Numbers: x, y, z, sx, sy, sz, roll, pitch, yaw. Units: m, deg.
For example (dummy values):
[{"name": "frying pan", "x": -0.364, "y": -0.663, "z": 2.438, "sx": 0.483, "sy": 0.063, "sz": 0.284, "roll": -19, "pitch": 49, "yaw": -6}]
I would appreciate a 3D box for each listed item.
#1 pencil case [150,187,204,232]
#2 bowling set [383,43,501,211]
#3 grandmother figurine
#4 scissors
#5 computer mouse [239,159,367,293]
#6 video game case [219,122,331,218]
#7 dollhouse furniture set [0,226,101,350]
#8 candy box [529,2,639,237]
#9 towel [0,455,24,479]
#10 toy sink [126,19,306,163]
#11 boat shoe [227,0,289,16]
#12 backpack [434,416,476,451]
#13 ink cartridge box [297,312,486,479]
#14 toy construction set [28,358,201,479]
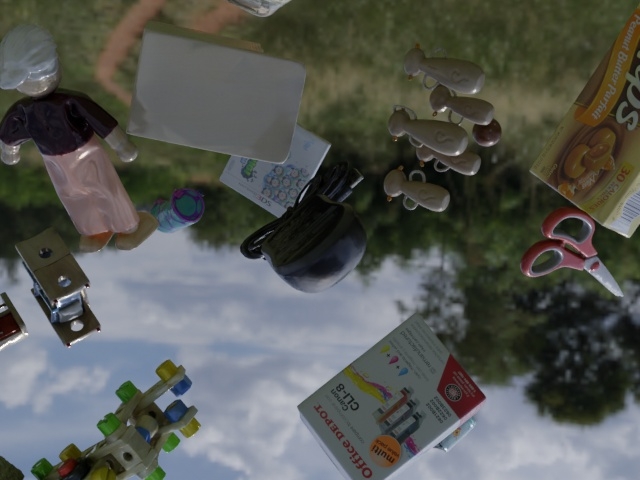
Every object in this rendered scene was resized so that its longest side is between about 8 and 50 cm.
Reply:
[{"name": "pencil case", "x": -0.261, "y": -0.054, "z": 2.170, "sx": 0.064, "sy": 0.070, "sz": 0.151, "roll": -31, "pitch": -175, "yaw": -26}, {"name": "bowling set", "x": 0.220, "y": -0.193, "z": 2.151, "sx": 0.154, "sy": 0.287, "sz": 0.200, "roll": 22, "pitch": -170, "yaw": 29}, {"name": "grandmother figurine", "x": -0.348, "y": -0.138, "z": 1.624, "sx": 0.207, "sy": 0.342, "sz": 0.104, "roll": -9, "pitch": -143, "yaw": 12}, {"name": "scissors", "x": 0.367, "y": 0.021, "z": 1.606, "sx": 0.297, "sy": 0.109, "sz": 0.021, "roll": 15, "pitch": -155, "yaw": -47}, {"name": "computer mouse", "x": 0.000, "y": 0.000, "z": 1.476, "sx": 0.188, "sy": 0.072, "sz": 0.272, "roll": -40, "pitch": -164, "yaw": 1}, {"name": "video game case", "x": -0.078, "y": -0.133, "z": 2.027, "sx": 0.143, "sy": 0.157, "sz": 0.019, "roll": 32, "pitch": -163, "yaw": 10}, {"name": "dollhouse furniture set", "x": -0.447, "y": 0.099, "z": 1.803, "sx": 0.183, "sy": 0.129, "sz": 0.129, "roll": -28, "pitch": -123, "yaw": -20}, {"name": "candy box", "x": 0.486, "y": -0.186, "z": 1.848, "sx": 0.087, "sy": 0.316, "sz": 0.183, "roll": 21, "pitch": -163, "yaw": -43}, {"name": "towel", "x": -0.490, "y": 0.334, "z": 1.675, "sx": 0.027, "sy": 0.110, "sz": 0.148, "roll": -29, "pitch": 122, "yaw": 37}, {"name": "toy sink", "x": -0.150, "y": -0.216, "z": 1.728, "sx": 0.234, "sy": 0.153, "sz": 0.131, "roll": 10, "pitch": -165, "yaw": -8}, {"name": "boat shoe", "x": -0.173, "y": -0.403, "z": 1.694, "sx": 0.302, "sy": 0.109, "sz": 0.098, "roll": 21, "pitch": 147, "yaw": -29}, {"name": "backpack", "x": 0.195, "y": 0.275, "z": 2.062, "sx": 0.144, "sy": 0.166, "sz": 0.188, "roll": -37, "pitch": -176, "yaw": 0}, {"name": "ink cartridge box", "x": 0.078, "y": 0.193, "z": 1.367, "sx": 0.176, "sy": 0.128, "sz": 0.127, "roll": -38, "pitch": 168, "yaw": -7}, {"name": "toy construction set", "x": -0.318, "y": 0.323, "z": 1.736, "sx": 0.151, "sy": 0.328, "sz": 0.215, "roll": 39, "pitch": -144, "yaw": -5}]
